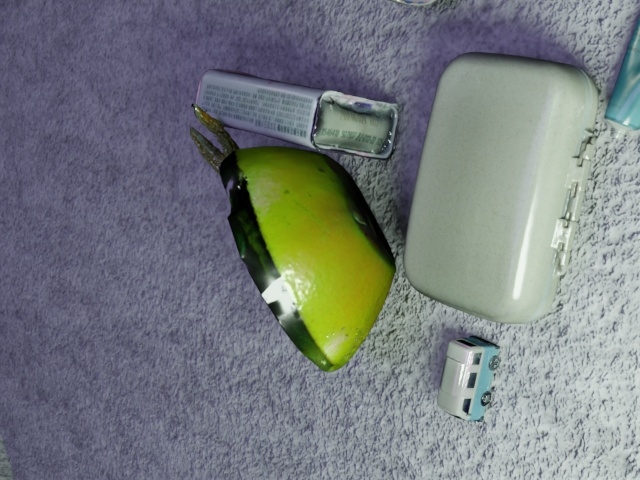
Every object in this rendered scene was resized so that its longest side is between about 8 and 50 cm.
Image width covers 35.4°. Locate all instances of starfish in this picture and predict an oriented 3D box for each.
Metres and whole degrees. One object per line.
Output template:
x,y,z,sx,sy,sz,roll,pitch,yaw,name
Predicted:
-0.152,-0.086,1.864,0.347,0.078,0.358,60,171,12,starfish

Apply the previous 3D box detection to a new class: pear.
0.005,0.000,1.611,0.165,0.399,0.398,-28,62,10,pear

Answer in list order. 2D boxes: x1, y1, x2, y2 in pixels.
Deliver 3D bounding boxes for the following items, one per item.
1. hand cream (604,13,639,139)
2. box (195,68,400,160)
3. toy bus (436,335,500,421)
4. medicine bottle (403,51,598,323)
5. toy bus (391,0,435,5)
0.431,-0.239,1.312,0.083,0.048,0.224,32,107,49,hand cream
-0.045,-0.226,1.760,0.370,0.190,0.112,18,101,48,box
0.217,0.209,1.504,0.060,0.075,0.123,21,103,48,toy bus
0.251,-0.079,1.447,0.282,0.123,0.375,21,104,50,medicine bottle
0.148,-0.474,1.581,0.142,0.142,0.202,27,107,48,toy bus
